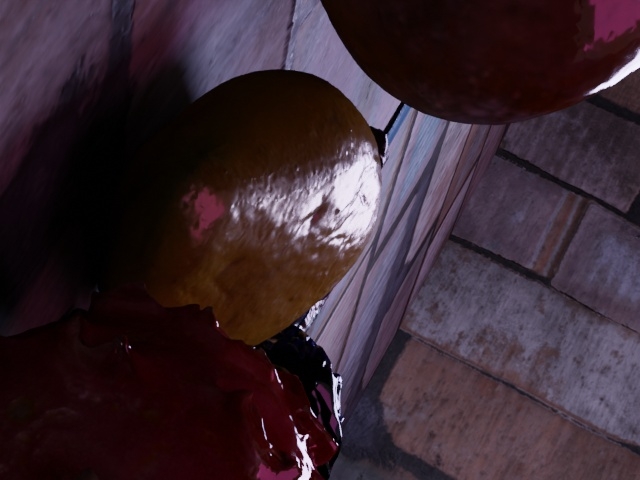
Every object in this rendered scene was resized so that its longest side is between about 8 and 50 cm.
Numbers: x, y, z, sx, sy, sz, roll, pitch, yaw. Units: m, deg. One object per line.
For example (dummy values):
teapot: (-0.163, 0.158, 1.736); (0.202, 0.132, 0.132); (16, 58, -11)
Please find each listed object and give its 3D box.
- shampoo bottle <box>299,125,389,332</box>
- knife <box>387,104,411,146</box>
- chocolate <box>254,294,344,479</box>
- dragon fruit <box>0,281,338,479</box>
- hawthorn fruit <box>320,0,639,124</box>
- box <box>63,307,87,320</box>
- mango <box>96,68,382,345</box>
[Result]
shampoo bottle: (-0.001, -0.002, 1.526); (0.068, 0.067, 0.236); (-41, -164, 54)
knife: (0.071, -0.106, 1.857); (0.044, 0.019, 0.313); (100, 16, -56)
chocolate: (-0.049, 0.063, 1.209); (0.343, 0.126, 0.148); (-90, -169, -69)
dragon fruit: (-0.113, 0.145, 0.768); (0.268, 0.205, 0.210); (-51, 172, -19)
hawthorn fruit: (0.118, -0.202, 1.014); (0.263, 0.231, 0.235); (-62, -175, 26)
box: (-0.122, 0.092, 0.952); (0.063, 0.084, 0.060); (-62, 175, 34)
mango: (-0.046, -0.015, 0.963); (0.176, 0.119, 0.317); (-52, 172, 10)
